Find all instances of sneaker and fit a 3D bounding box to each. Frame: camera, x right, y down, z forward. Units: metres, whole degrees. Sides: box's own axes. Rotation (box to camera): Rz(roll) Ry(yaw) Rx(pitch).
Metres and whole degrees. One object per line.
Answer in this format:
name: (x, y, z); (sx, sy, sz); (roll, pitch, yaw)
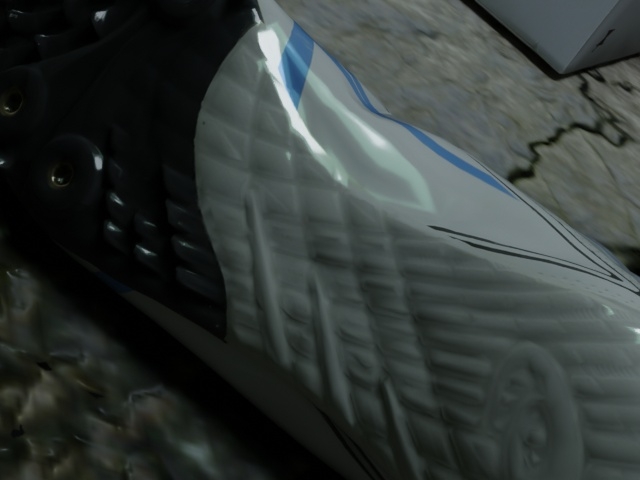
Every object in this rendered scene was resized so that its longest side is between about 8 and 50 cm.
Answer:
sneaker: (0.000, 0.000, 0.403); (0.237, 0.085, 0.086); (42, -1, 18)

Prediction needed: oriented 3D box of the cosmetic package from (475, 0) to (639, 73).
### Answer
cosmetic package: (0.112, -0.229, 0.917); (0.284, 0.097, 0.377); (45, 26, 11)
